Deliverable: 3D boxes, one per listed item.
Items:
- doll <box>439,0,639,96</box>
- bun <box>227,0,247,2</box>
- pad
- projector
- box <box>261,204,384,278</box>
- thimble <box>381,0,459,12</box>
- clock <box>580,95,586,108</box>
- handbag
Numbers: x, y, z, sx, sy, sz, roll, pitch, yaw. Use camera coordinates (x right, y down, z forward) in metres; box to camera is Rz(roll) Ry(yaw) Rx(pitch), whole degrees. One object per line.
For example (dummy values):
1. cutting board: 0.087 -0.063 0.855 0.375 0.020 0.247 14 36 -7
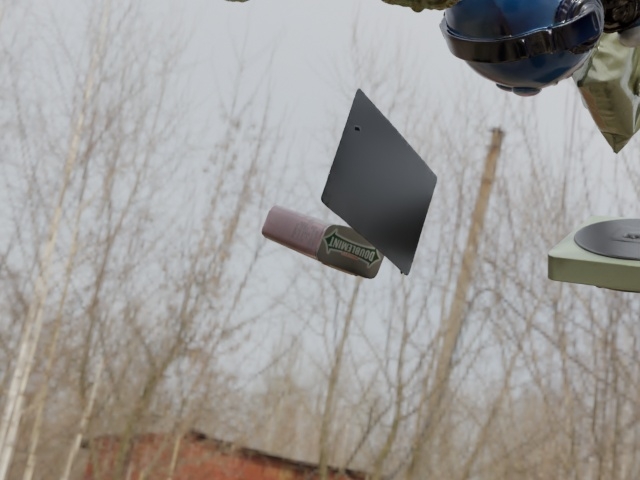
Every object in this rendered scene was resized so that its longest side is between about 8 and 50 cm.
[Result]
1. doll: 0.335 -0.353 1.462 0.284 0.310 0.240 44 -17 58
2. bun: -0.152 -0.482 1.616 0.118 0.195 0.195 -17 -32 34
3. pad: 0.083 -0.071 1.300 0.009 0.159 0.265 9 -18 33
4. projector: 0.559 0.029 1.699 0.259 0.079 0.257 6 21 33
5. box: 0.000 0.000 1.577 0.120 0.069 0.224 21 0 -26
6. thimble: 0.113 -0.352 1.113 0.138 0.143 0.190 5 -4 19
7. clock: 0.646 -0.412 2.221 0.029 0.234 0.235 9 -19 -4
8. handbag: 0.553 -0.321 1.750 0.109 0.253 0.316 20 -7 35
